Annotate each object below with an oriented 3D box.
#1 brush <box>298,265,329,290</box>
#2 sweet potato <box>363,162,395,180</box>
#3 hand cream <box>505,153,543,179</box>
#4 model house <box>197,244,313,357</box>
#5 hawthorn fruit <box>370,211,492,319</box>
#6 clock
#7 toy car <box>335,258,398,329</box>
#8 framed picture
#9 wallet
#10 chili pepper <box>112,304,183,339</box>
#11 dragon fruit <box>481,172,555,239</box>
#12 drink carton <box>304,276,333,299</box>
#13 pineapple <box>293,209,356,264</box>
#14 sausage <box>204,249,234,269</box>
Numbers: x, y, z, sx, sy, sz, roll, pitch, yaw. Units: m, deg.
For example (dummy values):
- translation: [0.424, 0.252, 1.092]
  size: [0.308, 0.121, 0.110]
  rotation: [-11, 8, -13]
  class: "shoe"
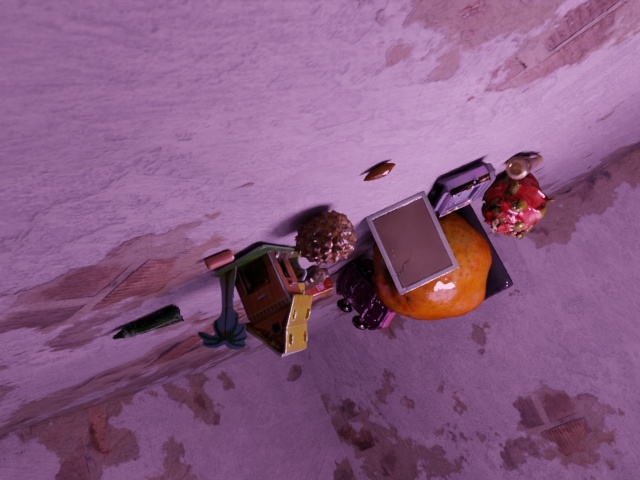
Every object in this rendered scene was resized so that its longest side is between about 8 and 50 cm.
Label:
- translation: [-0.104, 0.188, 2.130]
  size: [0.300, 0.071, 0.084]
  rotation: [-31, 152, 22]
  class: "brush"
- translation: [0.156, -0.179, 1.363]
  size: [0.095, 0.034, 0.034]
  rotation: [-30, 165, 5]
  class: "sweet potato"
- translation: [0.776, -0.285, 1.941]
  size: [0.203, 0.084, 0.084]
  rotation: [-19, 165, -41]
  class: "hand cream"
- translation: [-0.178, 0.227, 1.635]
  size: [0.340, 0.324, 0.300]
  rotation: [-30, 164, 18]
  class: "model house"
- translation: [0.405, 0.096, 2.015]
  size: [0.471, 0.472, 0.472]
  rotation: [-24, 165, -7]
  class: "hawthorn fruit"
- translation: [0.484, -0.179, 1.802]
  size: [0.186, 0.084, 0.253]
  rotation: [-24, 165, -7]
  class: "clock"
- translation: [0.243, 0.235, 2.335]
  size: [0.240, 0.341, 0.271]
  rotation: [-2, 131, -43]
  class: "toy car"
- translation: [0.314, 0.008, 1.777]
  size: [0.230, 0.294, 0.018]
  rotation: [-24, 180, -3]
  class: "framed picture"
- translation: [0.635, 0.039, 2.158]
  size: [0.062, 0.407, 0.228]
  rotation: [-17, 163, -21]
  class: "wallet"
- translation: [-0.568, 0.279, 1.699]
  size: [0.226, 0.059, 0.088]
  rotation: [-20, 169, -12]
  class: "chili pepper"
- translation: [0.773, -0.151, 2.069]
  size: [0.303, 0.231, 0.237]
  rotation: [-65, -172, -30]
  class: "dragon fruit"
- translation: [-0.059, 0.237, 2.350]
  size: [0.222, 0.071, 0.096]
  rotation: [-19, 162, -23]
  class: "drink carton"
- translation: [0.000, 0.000, 1.497]
  size: [0.193, 0.167, 0.166]
  rotation: [-22, 169, 31]
  class: "pineapple"
- translation: [-0.280, 0.053, 1.444]
  size: [0.083, 0.034, 0.034]
  rotation: [-22, 165, -10]
  class: "sausage"
